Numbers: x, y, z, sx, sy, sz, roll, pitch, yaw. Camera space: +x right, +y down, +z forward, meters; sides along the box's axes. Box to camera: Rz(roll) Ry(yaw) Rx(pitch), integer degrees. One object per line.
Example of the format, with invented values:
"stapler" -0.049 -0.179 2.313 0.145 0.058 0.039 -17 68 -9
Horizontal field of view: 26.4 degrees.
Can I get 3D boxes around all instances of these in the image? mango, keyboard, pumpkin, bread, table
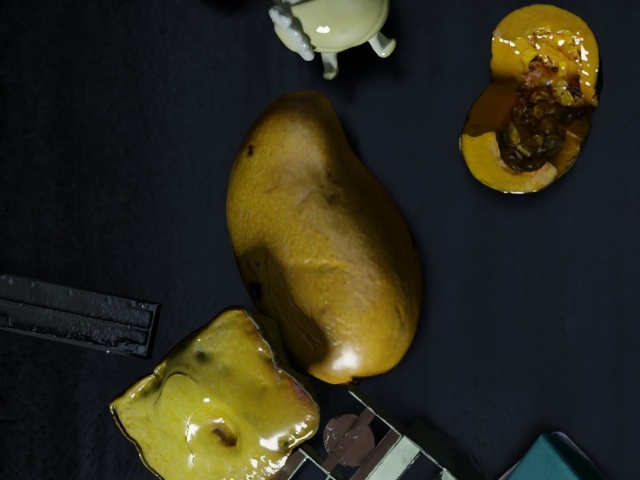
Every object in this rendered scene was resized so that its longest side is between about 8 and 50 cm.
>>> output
"mango" 0.002 0.001 1.369 0.177 0.120 0.294 -21 83 14
"keyboard" -0.271 0.079 1.455 0.198 0.010 0.063 11 88 8
"pumpkin" 0.214 -0.136 1.350 0.119 0.108 0.183 23 98 15
"bread" -0.095 0.167 1.360 0.160 0.088 0.233 51 128 0
"table" 0.058 0.246 1.356 0.175 0.062 0.146 40 109 11

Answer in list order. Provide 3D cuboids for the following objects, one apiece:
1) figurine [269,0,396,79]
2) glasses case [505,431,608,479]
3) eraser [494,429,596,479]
"figurine" -0.025 -0.354 1.323 0.227 0.274 0.394 -20 102 6
"glasses case" 0.172 0.339 1.317 0.070 0.117 0.301 27 104 -27
"eraser" 0.222 0.244 1.371 0.105 0.026 0.065 -43 81 5
